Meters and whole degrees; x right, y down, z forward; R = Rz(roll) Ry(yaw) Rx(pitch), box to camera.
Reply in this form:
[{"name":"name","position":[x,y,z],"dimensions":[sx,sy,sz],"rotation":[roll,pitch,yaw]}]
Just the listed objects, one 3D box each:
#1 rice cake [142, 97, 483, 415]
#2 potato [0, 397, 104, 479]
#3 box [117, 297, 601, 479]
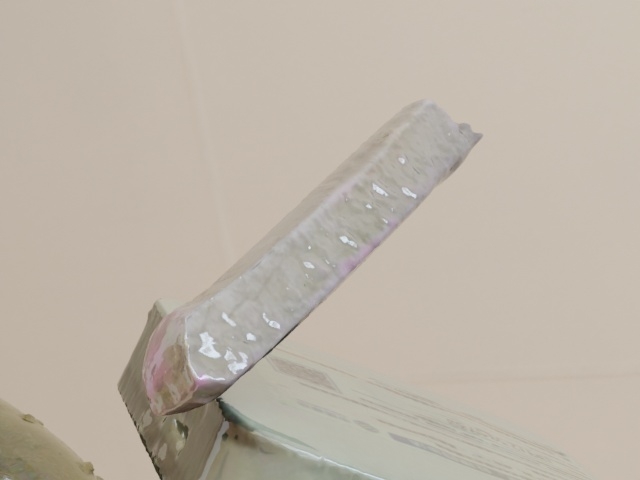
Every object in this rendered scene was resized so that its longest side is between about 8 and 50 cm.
[{"name":"rice cake","position":[0.000,0.000,1.129],"dimensions":[0.064,0.399,0.070],"rotation":[49,-50,-1]},{"name":"potato","position":[-0.321,0.264,1.496],"dimensions":[0.359,0.269,0.219],"rotation":[-122,-151,-49]},{"name":"box","position":[0.060,0.180,1.208],"dimensions":[0.111,0.396,0.396],"rotation":[-68,-164,5]}]
